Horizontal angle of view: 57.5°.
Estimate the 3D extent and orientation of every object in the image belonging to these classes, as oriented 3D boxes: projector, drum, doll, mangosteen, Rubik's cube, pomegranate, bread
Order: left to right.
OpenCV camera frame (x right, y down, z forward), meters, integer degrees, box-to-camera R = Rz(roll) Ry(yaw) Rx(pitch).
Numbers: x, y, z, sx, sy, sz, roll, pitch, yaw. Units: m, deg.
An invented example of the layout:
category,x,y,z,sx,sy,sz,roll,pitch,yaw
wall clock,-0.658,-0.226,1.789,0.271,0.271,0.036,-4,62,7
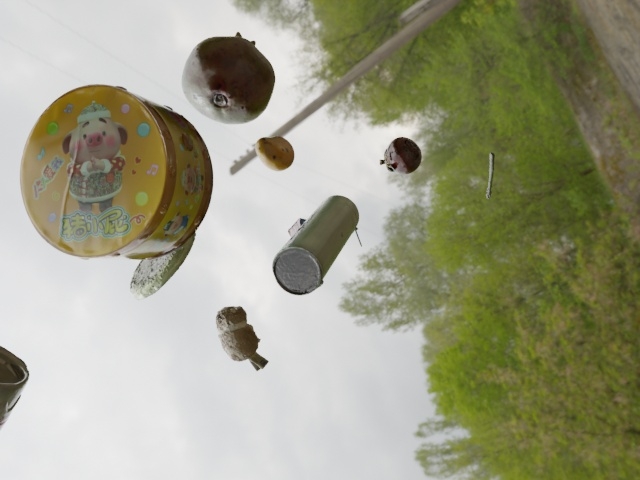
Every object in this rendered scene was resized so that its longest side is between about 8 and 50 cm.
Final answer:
category,x,y,z,sx,sy,sz,roll,pitch,yaw
drum,-0.496,-0.154,1.427,0.431,0.431,0.214,63,-167,10
bread,-0.463,0.057,1.691,0.040,0.267,0.267,43,-152,-27
pomegranate,-0.295,-0.517,1.853,0.291,0.291,0.323,42,-167,-33
doll,-0.241,0.296,1.738,0.115,0.105,0.221,-43,-67,-51
Rubik's cube,-0.005,-0.034,2.140,0.190,0.178,0.211,95,153,-55
projector,0.000,0.000,1.275,0.108,0.108,0.337,55,-154,-9
mangosteen,0.174,-0.176,1.230,0.081,0.081,0.081,44,-152,-30

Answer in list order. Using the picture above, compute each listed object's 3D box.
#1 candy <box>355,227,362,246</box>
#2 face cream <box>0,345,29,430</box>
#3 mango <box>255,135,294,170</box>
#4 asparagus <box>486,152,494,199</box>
category,x,y,z,sx,sy,sz,roll,pitch,yaw
candy,0.102,-0.036,1.686,0.035,0.035,0.122,33,-144,-56
face cream,-0.625,0.282,0.996,0.175,0.194,0.175,33,-179,0
mango,-0.141,-0.272,1.832,0.115,0.090,0.178,63,-161,-2
asparagus,0.394,-0.147,1.350,0.016,0.013,0.166,59,172,36
